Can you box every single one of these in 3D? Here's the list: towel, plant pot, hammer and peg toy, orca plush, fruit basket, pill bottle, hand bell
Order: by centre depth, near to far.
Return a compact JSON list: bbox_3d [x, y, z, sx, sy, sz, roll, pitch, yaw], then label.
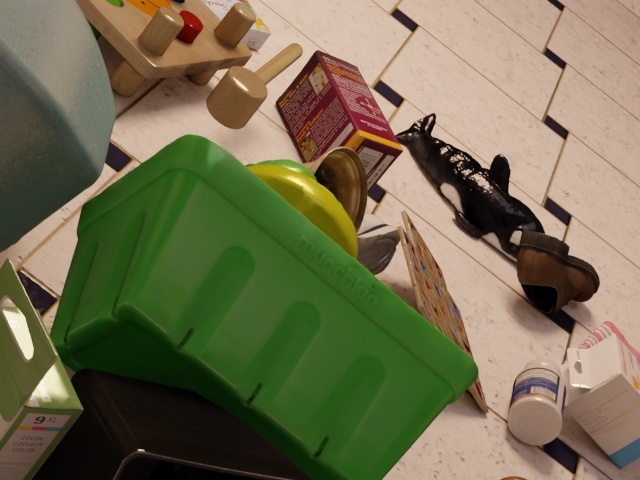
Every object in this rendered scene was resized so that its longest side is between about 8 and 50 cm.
[{"bbox_3d":[-0.149,0.210,1.342,0.187,0.188,0.167,16,23,-37],"label":"plant pot"},{"bbox_3d":[-0.044,0.038,1.572,0.392,0.283,0.392,13,66,-32],"label":"fruit basket"},{"bbox_3d":[-0.338,-0.138,1.580,0.252,0.248,0.247,46,22,-23],"label":"plant pot"},{"bbox_3d":[-0.080,-0.063,1.868,0.242,0.126,0.126,12,11,32],"label":"hand bell"},{"bbox_3d":[0.268,0.195,2.003,0.067,0.067,0.120,36,27,-6],"label":"pill bottle"},{"bbox_3d":[-0.195,-0.269,2.079,0.361,0.127,0.266,46,26,12],"label":"hammer and peg toy"},{"bbox_3d":[0.419,0.187,2.250,0.144,0.029,0.197,43,27,10],"label":"towel"},{"bbox_3d":[0.243,-0.094,2.383,0.151,0.102,0.287,6,41,-48],"label":"orca plush"}]

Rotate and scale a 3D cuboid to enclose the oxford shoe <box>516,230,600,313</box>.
[{"bbox_3d":[0.326,0.059,2.290,0.083,0.096,0.227,10,-10,34],"label":"oxford shoe"}]

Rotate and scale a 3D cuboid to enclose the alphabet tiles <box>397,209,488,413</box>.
[{"bbox_3d":[0.144,0.072,2.000,0.198,0.009,0.237,56,13,-35],"label":"alphabet tiles"}]

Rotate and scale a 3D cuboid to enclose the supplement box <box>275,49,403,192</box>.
[{"bbox_3d":[0.024,-0.155,2.199,0.081,0.104,0.188,18,34,-37],"label":"supplement box"}]

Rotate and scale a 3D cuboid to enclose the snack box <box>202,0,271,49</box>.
[{"bbox_3d":[-0.150,-0.327,2.323,0.141,0.037,0.100,5,44,-49],"label":"snack box"}]

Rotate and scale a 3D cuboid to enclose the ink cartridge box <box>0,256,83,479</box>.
[{"bbox_3d":[-0.253,0.124,1.295,0.062,0.209,0.109,7,41,-43],"label":"ink cartridge box"}]

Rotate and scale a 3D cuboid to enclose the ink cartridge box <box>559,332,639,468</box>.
[{"bbox_3d":[0.372,0.198,2.068,0.143,0.090,0.092,46,23,-22],"label":"ink cartridge box"}]

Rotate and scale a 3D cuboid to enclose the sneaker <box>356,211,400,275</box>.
[{"bbox_3d":[0.000,0.000,1.971,0.095,0.090,0.235,38,20,27],"label":"sneaker"}]

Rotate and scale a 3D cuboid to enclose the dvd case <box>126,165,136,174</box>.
[{"bbox_3d":[-0.196,-0.034,1.835,0.087,0.013,0.119,36,27,-6],"label":"dvd case"}]

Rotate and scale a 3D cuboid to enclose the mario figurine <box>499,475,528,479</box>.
[{"bbox_3d":[0.252,0.349,1.620,0.198,0.170,0.320,0,24,-1],"label":"mario figurine"}]
